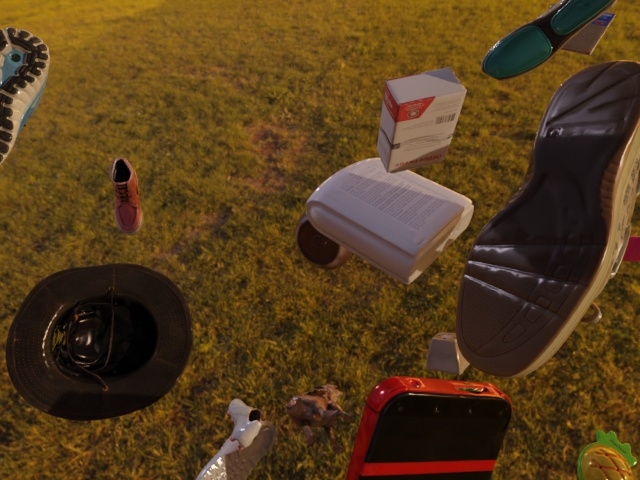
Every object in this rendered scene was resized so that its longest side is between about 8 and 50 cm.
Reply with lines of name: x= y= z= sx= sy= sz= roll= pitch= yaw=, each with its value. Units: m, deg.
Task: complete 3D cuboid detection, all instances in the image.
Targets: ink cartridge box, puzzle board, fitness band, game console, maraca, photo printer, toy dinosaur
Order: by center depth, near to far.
ink cartridge box: x=0.140 y=-0.170 z=0.657 sx=0.100 sy=0.135 sz=0.056 roll=-14 pitch=59 yaw=-9
fitness band: x=0.555 y=0.017 z=0.858 sx=0.209 sy=0.054 sz=0.291 roll=4 pitch=1 yaw=44
puzzle board: x=0.508 y=-0.429 z=0.920 sx=0.128 sy=0.011 sz=0.096 roll=32 pitch=88 yaw=33
game console: x=0.237 y=0.471 z=0.992 sx=0.387 sy=0.341 sz=0.060 roll=12 pitch=8 yaw=-25
photo printer: x=0.140 y=-0.065 z=1.002 sx=0.308 sy=0.107 sz=0.256 roll=31 pitch=51 yaw=28
maraca: x=0.693 y=0.547 z=1.092 sx=0.127 sy=0.099 sz=0.186 roll=42 pitch=58 yaw=15
toy dinosaur: x=-0.026 y=0.464 z=1.242 sx=0.200 sy=0.296 sz=0.127 roll=30 pitch=86 yaw=42

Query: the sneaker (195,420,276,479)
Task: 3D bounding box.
sneaker: x=-0.213 y=0.526 z=1.095 sx=0.095 sy=0.089 sz=0.235 roll=-11 pitch=11 yaw=42

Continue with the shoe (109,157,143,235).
shoe: x=-0.464 y=-0.105 z=1.069 sx=0.064 sy=0.081 sz=0.177 roll=-8 pitch=72 yaw=-9

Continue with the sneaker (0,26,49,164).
sneaker: x=-0.300 y=-0.112 z=0.423 sx=0.162 sy=0.064 sz=0.073 roll=-65 pitch=16 yaw=-14

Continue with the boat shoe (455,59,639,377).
boat shoe: x=0.212 y=-0.011 z=0.384 sx=0.105 sy=0.089 sz=0.285 roll=23 pitch=82 yaw=52

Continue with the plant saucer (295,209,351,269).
plant saucer: x=0.000 y=0.000 z=1.345 sx=0.199 sy=0.198 sz=0.036 roll=14 pitch=24 yaw=27

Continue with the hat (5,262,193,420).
hat: x=-0.438 y=0.204 z=0.926 sx=0.332 sy=0.331 sz=0.134 roll=-32 pitch=2 yaw=-33

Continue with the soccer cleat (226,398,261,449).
soccer cleat: x=-0.174 y=0.418 z=1.067 sx=0.076 sy=0.068 sz=0.196 roll=-42 pitch=12 yaw=-8

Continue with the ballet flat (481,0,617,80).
ballet flat: x=0.285 y=-0.257 z=0.566 sx=0.168 sy=0.057 sz=0.052 roll=-29 pitch=5 yaw=29

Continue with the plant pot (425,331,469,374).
plant pot: x=0.391 y=0.339 z=1.390 sx=0.109 sy=0.096 sz=0.109 roll=0 pitch=6 yaw=35
